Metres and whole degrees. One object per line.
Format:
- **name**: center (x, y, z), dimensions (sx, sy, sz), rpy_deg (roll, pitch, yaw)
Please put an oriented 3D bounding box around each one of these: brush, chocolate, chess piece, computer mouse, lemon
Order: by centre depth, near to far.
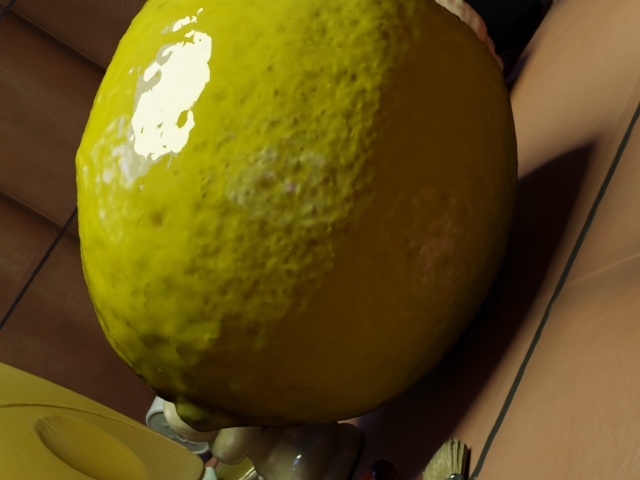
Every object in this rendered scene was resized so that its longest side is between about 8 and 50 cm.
- **brush**: center (0.070, 0.181, 0.636), dimensions (0.043, 0.014, 0.170), rpy_deg (-57, 8, 28)
- **lemon**: center (-0.026, -0.011, 0.843), dimensions (0.364, 0.364, 0.364), rpy_deg (-57, 7, 11)
- **chess piece**: center (-0.058, 0.167, 0.946), dimensions (0.094, 0.171, 0.094), rpy_deg (-59, 5, 9)
- **computer mouse**: center (-0.115, 0.302, 1.290), dimensions (0.199, 0.045, 0.102), rpy_deg (-54, 6, 31)
- **chocolate**: center (0.171, -0.271, 1.400), dimensions (0.148, 0.126, 0.343), rpy_deg (-35, 2, -7)

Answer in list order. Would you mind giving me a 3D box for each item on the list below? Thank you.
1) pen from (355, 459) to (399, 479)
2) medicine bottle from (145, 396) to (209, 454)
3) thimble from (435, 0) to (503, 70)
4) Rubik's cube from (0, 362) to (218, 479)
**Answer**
- **pen**: center (-0.006, 0.241, 0.853), dimensions (0.239, 0.028, 0.028), rpy_deg (-54, 9, 40)
- **medicine bottle**: center (-0.182, 0.220, 1.747), dimensions (0.139, 0.139, 0.236), rpy_deg (-51, 12, 47)
- **thimble**: center (0.079, -0.174, 1.217), dimensions (0.162, 0.239, 0.239), rpy_deg (-60, 7, -22)
- **Rubik's cube**: center (-0.317, 0.357, 1.096), dimensions (0.351, 0.347, 0.352), rpy_deg (-61, 15, 4)
